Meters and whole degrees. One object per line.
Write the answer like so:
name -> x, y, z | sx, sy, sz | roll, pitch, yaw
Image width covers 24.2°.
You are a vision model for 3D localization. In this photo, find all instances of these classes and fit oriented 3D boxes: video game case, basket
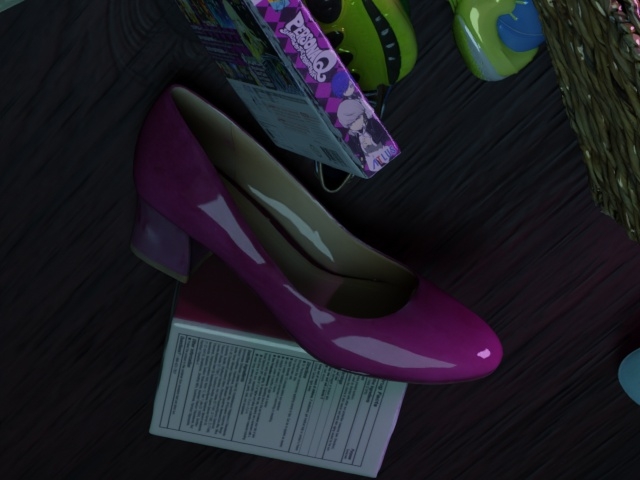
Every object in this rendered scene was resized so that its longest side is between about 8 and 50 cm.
video game case -> -0.044, -0.155, 1.203 | 0.042, 0.232, 0.210 | -38, 109, -9
basket -> 0.320, -0.143, 1.172 | 0.223, 0.213, 0.299 | -26, 121, -5

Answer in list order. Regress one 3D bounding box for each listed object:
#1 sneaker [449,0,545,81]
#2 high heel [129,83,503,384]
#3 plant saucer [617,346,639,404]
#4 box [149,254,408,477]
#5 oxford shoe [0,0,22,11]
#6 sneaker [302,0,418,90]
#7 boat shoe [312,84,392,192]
sneaker -> 0.139, -0.256, 1.232 | 0.126, 0.091, 0.240 | -28, 119, -1
high heel -> 0.000, 0.000, 1.337 | 0.377, 0.127, 0.181 | 20, 130, 6
plant saucer -> 0.393, 0.131, 1.466 | 0.195, 0.037, 0.195 | 13, 151, 7
box -> -0.038, 0.118, 1.454 | 0.232, 0.127, 0.148 | 12, 124, -5
oxford shoe -> -0.256, -0.279, 1.194 | 0.449, 0.130, 0.169 | -14, 124, 7
sneaker -> 0.004, -0.254, 1.161 | 0.109, 0.123, 0.295 | -12, 132, 3
boat shoe -> 0.032, -0.123, 1.323 | 0.066, 0.066, 0.183 | 8, 124, -1
